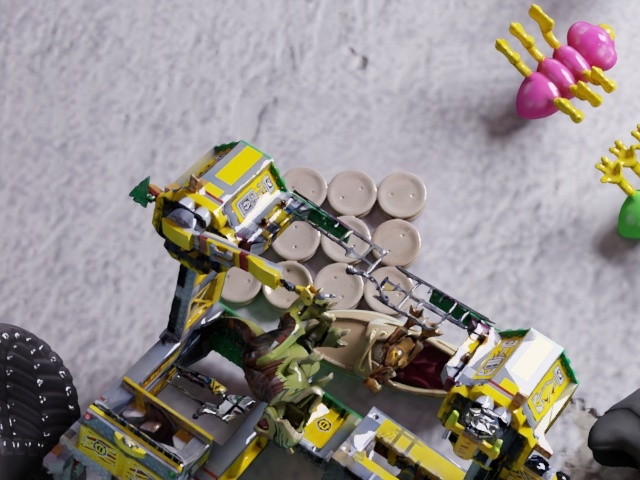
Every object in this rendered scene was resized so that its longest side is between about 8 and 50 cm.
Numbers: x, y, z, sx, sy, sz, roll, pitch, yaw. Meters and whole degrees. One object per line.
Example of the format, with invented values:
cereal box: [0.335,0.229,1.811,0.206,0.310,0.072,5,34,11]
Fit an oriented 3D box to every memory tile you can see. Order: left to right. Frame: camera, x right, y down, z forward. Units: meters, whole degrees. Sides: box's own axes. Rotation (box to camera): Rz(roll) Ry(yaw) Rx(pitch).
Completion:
memory tile: [0.000,0.000,1.240,0.148,0.012,0.113,5,70,7]

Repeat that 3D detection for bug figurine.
bug figurine: [0.257,-0.119,1.227,0.216,0.072,0.279,-39,74,-2]

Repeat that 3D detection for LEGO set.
LEGO set: [-0.023,0.119,1.065,0.331,0.255,0.192,38,50,7]

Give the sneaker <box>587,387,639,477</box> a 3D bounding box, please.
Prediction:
sneaker: [0.267,0.211,1.091,0.130,0.109,0.286,-26,59,3]

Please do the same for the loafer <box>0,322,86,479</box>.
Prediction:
loafer: [-0.222,0.240,1.126,0.130,0.134,0.366,-22,55,26]

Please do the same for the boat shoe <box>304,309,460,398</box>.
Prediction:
boat shoe: [0.050,0.077,1.182,0.135,0.045,0.050,13,87,11]
